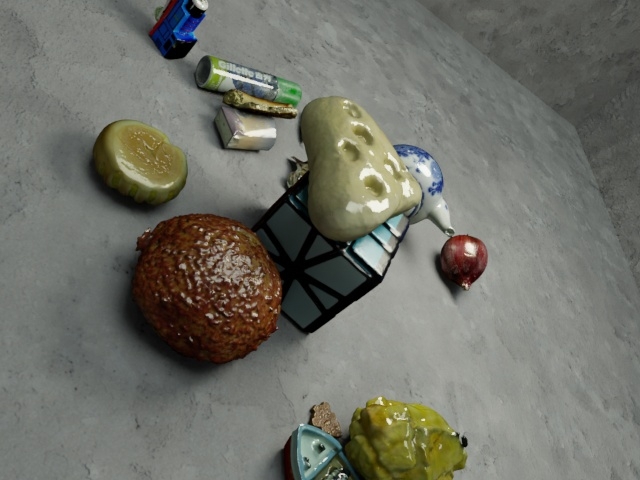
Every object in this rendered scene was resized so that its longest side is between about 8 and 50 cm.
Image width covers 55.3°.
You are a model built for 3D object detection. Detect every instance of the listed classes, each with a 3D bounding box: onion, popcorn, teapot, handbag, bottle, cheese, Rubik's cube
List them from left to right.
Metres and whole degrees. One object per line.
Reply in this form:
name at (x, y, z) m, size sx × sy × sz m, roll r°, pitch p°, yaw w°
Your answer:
handbag at (-0.197, -0.309, 1.696) m, size 0.173 × 0.095 × 0.117 m, roll 0°, pitch 58°, yaw -41°
bottle at (-0.206, -0.464, 1.818) m, size 0.330 × 0.093 × 0.093 m, roll 5°, pitch 55°, yaw -42°
Rubik's cube at (0.000, 0.000, 1.468) m, size 0.288 × 0.293 × 0.283 m, roll 43°, pitch 40°, yaw -5°
cheese at (0.045, -0.168, 1.318) m, size 0.328 × 0.129 × 0.351 m, roll 55°, pitch 36°, yaw 5°
teapot at (0.238, -0.156, 1.853) m, size 0.424 × 0.252 × 0.280 m, roll 34°, pitch 35°, yaw 2°
popcorn at (0.187, 0.456, 1.322) m, size 0.286 × 0.215 × 0.252 m, roll 15°, pitch 42°, yaw -41°
onion at (0.458, 0.078, 1.958) m, size 0.159 × 0.159 × 0.195 m, roll 26°, pitch 54°, yaw -26°

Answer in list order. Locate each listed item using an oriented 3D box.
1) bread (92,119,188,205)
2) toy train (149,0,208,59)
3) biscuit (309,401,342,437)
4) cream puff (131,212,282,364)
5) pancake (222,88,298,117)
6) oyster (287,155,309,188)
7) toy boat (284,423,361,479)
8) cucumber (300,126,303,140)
bread at (-0.403, -0.167, 1.363) m, size 0.213 × 0.105 × 0.213 m, roll 26°, pitch 45°, yaw -30°
toy train at (-0.382, -0.610, 1.684) m, size 0.083 × 0.204 × 0.131 m, roll -21°, pitch 79°, yaw -50°
biscuit at (0.014, 0.402, 1.353) m, size 0.092 × 0.016 × 0.082 m, roll 47°, pitch 33°, yaw -4°
cream puff at (-0.215, 0.081, 1.238) m, size 0.350 × 0.228 × 0.350 m, roll 26°, pitch 41°, yaw -25°
pancake at (-0.170, -0.387, 1.746) m, size 0.212 × 0.056 × 0.257 m, roll 9°, pitch 6°, yaw -7°
oyster at (0.030, -0.139, 1.769) m, size 0.271 × 0.100 × 0.275 m, roll -1°, pitch 62°, yaw -27°
toy boat at (0.045, 0.506, 1.200) m, size 0.332 × 0.133 × 0.145 m, roll 54°, pitch 39°, yaw 7°
cucumber at (-0.044, -0.352, 1.930) m, size 0.039 × 0.043 × 0.163 m, roll 73°, pitch 18°, yaw -47°
